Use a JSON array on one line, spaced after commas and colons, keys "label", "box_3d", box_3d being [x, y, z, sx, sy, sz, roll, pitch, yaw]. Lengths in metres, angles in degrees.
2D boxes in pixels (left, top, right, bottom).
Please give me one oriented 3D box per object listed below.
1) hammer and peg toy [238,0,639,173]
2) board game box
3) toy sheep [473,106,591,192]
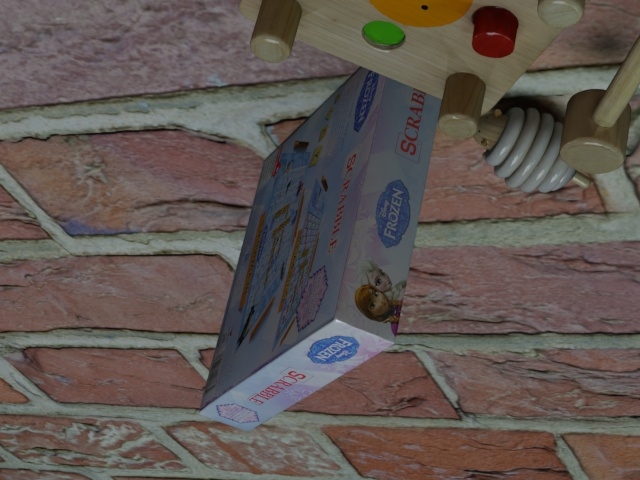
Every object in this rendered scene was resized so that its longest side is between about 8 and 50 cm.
[{"label": "hammer and peg toy", "box_3d": [0.135, -0.205, 1.179, 0.361, 0.127, 0.266, 20, 149, -11]}, {"label": "board game box", "box_3d": [0.000, 0.000, 1.403, 0.066, 0.319, 0.318, 23, 151, -18]}, {"label": "toy sheep", "box_3d": [0.211, -0.088, 1.396, 0.132, 0.091, 0.091, 23, 150, -5]}]
